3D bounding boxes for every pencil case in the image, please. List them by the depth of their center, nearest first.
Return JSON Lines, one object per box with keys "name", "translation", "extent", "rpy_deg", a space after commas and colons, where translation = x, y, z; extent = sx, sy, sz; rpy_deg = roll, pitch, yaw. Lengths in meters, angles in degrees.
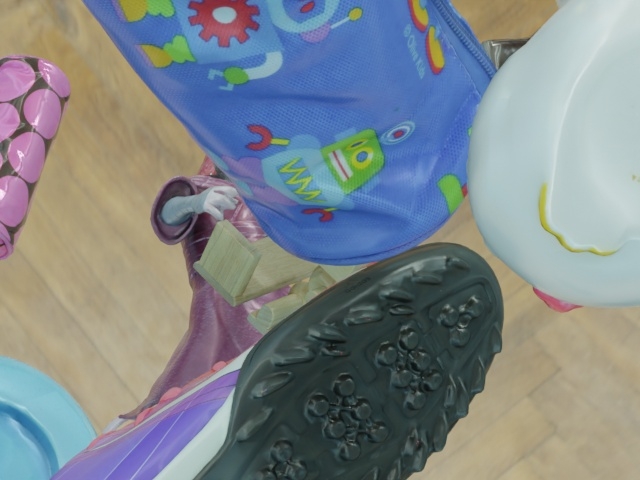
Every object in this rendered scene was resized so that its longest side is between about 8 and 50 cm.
{"name": "pencil case", "translation": [-0.020, -0.109, 0.593], "extent": [0.133, 0.306, 0.119], "rpy_deg": [-6, 58, 19]}
{"name": "pencil case", "translation": [-0.329, -0.087, 1.608], "extent": [0.098, 0.095, 0.209], "rpy_deg": [15, 59, -2]}

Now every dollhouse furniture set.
{"name": "dollhouse furniture set", "translation": [0.000, 0.000, 1.399], "extent": [0.144, 0.151, 0.123], "rpy_deg": [43, 37, 22]}

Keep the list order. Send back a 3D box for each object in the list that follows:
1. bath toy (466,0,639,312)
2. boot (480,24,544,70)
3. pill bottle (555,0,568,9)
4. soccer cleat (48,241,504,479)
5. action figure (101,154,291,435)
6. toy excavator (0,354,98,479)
{"name": "bath toy", "translation": [0.208, 0.012, 0.537], "extent": [0.348, 0.129, 0.151], "rpy_deg": [16, 93, -9]}
{"name": "boot", "translation": [0.139, -0.093, 1.083], "extent": [0.037, 0.114, 0.106], "rpy_deg": [2, 107, 32]}
{"name": "pill bottle", "translation": [0.300, -0.215, 1.085], "extent": [0.264, 0.146, 0.146], "rpy_deg": [3, 69, -2]}
{"name": "soccer cleat", "translation": [-0.052, 0.103, 0.745], "extent": [0.318, 0.116, 0.109], "rpy_deg": [-41, 121, -10]}
{"name": "action figure", "translation": [-0.083, 0.038, 1.644], "extent": [0.248, 0.275, 0.370], "rpy_deg": [12, 56, -37]}
{"name": "toy excavator", "translation": [-0.235, 0.259, 1.273], "extent": [0.445, 0.222, 0.433], "rpy_deg": [9, 57, -33]}
